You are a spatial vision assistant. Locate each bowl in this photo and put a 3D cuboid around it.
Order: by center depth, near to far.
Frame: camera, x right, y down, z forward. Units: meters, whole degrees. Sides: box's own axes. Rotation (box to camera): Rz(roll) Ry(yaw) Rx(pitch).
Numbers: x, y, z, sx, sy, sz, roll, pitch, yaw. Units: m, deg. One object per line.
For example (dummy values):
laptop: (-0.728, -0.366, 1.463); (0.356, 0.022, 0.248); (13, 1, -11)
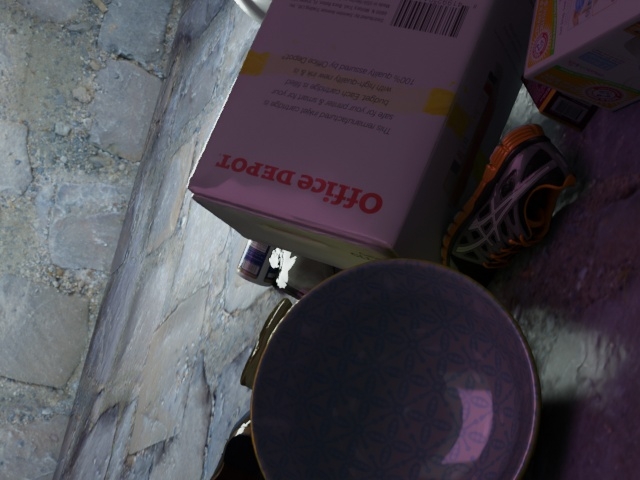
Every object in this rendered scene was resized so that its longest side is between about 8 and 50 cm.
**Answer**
bowl: (0.089, 0.174, 1.219); (0.156, 0.289, 0.289); (37, -112, -67)

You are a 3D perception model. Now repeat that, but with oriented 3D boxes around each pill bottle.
pill bottle: (-0.089, 0.011, 2.002); (0.120, 0.067, 0.067); (-67, 20, 10)

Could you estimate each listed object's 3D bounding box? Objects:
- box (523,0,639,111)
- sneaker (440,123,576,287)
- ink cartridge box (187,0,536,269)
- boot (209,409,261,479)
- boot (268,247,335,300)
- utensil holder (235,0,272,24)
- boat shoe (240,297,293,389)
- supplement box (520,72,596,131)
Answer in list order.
box: (0.297, -0.210, 1.136); (0.203, 0.114, 0.103); (-23, 52, 64)
sneaker: (0.198, -0.017, 1.280); (0.083, 0.084, 0.215); (47, 133, 31)
ink cartridge box: (0.059, -0.162, 1.384); (0.279, 0.160, 0.385); (17, 75, 30)
boot: (-0.121, 0.345, 1.811); (0.219, 0.082, 0.106); (-63, -1, 31)
boot: (0.000, 0.000, 1.773); (0.161, 0.083, 0.246); (-61, 23, 10)
utensil holder: (0.057, -0.477, 1.707); (0.385, 0.327, 0.328); (-5, 67, 66)
boat shoe: (-0.074, 0.163, 1.873); (0.153, 0.048, 0.056); (-65, 8, -3)
supplement box: (0.256, -0.161, 1.286); (0.043, 0.055, 0.083); (-58, 24, 27)
